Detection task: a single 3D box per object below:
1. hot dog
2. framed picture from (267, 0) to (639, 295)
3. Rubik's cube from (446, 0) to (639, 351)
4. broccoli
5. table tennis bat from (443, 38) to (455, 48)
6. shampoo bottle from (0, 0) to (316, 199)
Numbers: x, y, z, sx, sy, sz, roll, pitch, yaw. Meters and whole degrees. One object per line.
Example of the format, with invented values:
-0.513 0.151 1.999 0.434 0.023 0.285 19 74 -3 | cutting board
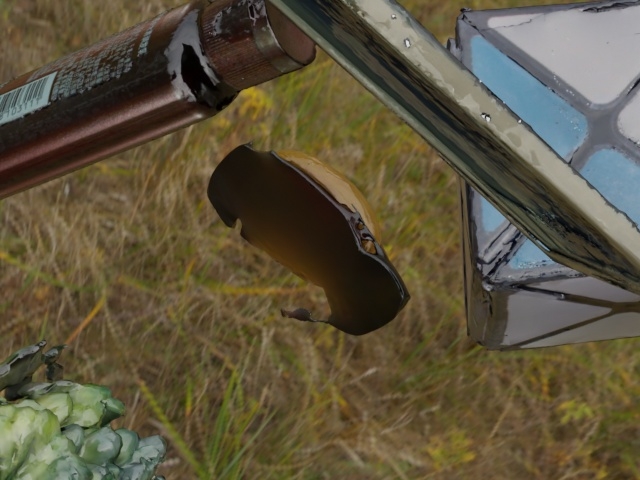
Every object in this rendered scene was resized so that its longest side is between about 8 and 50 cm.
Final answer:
0.002 -0.005 1.799 0.107 0.194 0.326 -19 67 -49 | hot dog
0.085 -0.079 0.862 0.335 0.247 0.022 40 89 -14 | framed picture
0.299 -0.063 1.429 0.307 0.310 0.305 -4 68 5 | Rubik's cube
-0.192 0.156 0.629 0.275 0.198 0.177 -11 59 -35 | broccoli
0.238 -0.205 1.774 0.244 0.040 0.153 21 72 36 | table tennis bat
-0.154 -0.120 1.058 0.084 0.323 0.129 56 31 -28 | shampoo bottle
